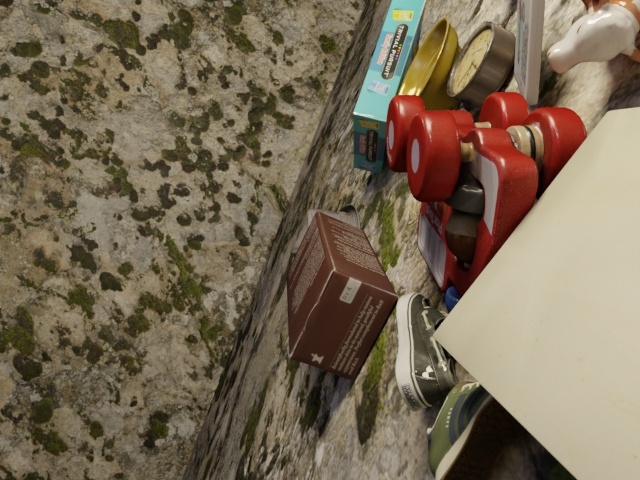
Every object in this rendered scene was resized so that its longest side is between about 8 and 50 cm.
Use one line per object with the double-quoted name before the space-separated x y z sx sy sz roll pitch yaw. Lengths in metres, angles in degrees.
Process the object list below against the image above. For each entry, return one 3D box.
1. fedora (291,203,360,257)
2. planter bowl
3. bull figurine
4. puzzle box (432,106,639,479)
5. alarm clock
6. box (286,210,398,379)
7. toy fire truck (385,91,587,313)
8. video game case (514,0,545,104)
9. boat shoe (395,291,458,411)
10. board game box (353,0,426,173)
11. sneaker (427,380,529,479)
"fedora" 0.000 0.000 1.382 0.275 0.124 0.244 -99 33 -69
"planter bowl" 0.227 -0.307 0.997 0.217 0.090 0.217 -158 90 -81
"bull figurine" 0.327 -0.315 0.540 0.188 0.101 0.311 -101 35 -73
"puzzle box" 0.233 0.034 0.292 0.272 0.052 0.409 -52 13 3
"alarm clock" 0.260 -0.269 0.849 0.192 0.064 0.129 -66 12 0
"box" 0.026 0.091 1.072 0.381 0.143 0.191 -98 33 -71
"toy fire truck" 0.181 -0.044 0.641 0.302 0.169 0.254 -99 7 -66
"video game case" 0.271 -0.275 0.671 0.143 0.019 0.157 -68 -27 -55
"boat shoe" 0.143 0.129 0.657 0.070 0.078 0.219 -26 18 19
"board game box" 0.163 -0.368 1.235 0.254 0.079 0.336 77 -150 -71
"sneaker" 0.159 0.163 0.508 0.086 0.064 0.192 -97 29 -62
